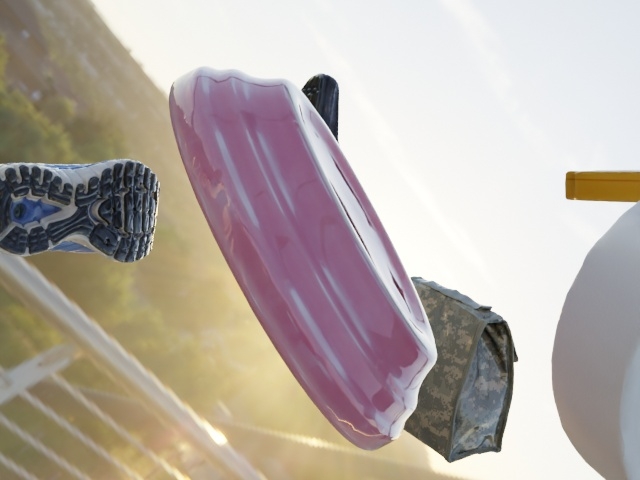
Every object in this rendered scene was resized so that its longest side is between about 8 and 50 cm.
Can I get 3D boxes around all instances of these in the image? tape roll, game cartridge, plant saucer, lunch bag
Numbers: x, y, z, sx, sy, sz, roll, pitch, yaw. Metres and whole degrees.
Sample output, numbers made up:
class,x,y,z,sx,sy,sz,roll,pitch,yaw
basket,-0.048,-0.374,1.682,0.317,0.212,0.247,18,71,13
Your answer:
class,x,y,z,sx,sy,sz,roll,pitch,yaw
tape roll,0.323,0.089,0.837,0.286,0.286,0.100,52,-5,-25
game cartridge,0.515,-0.071,1.416,0.323,0.053,0.285,-1,3,-42
plant saucer,0.000,0.000,0.878,0.332,0.084,0.332,60,8,-13
lunch bag,0.238,0.225,2.058,0.235,0.168,0.287,28,-64,50

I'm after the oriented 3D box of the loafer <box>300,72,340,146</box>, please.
class,x,y,z,sx,sy,sz,roll,pitch,yaw
loafer,-0.005,-0.098,1.401,0.078,0.223,0.076,10,-3,-31

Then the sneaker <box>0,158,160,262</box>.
class,x,y,z,sx,sy,sz,roll,pitch,yaw
sneaker,-0.319,-0.045,1.316,0.147,0.130,0.330,9,2,31
